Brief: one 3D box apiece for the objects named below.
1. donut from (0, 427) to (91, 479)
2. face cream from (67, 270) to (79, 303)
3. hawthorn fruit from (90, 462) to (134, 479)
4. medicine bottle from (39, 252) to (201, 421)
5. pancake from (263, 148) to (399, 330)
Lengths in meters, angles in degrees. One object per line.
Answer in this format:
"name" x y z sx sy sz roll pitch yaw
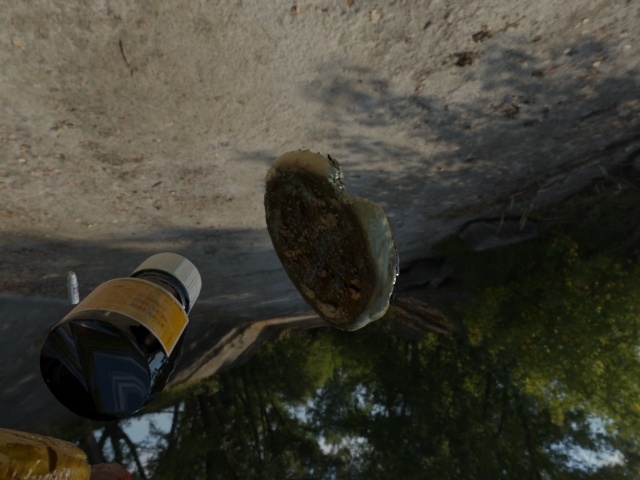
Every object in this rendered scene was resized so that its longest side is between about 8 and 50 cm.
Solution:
"donut" -0.668 0.470 0.775 0.448 0.198 0.449 5 146 4
"face cream" -0.882 0.167 1.436 0.034 0.034 0.130 -3 124 -28
"hawthorn fruit" -0.790 0.923 1.452 0.230 0.210 0.266 32 149 -5
"medicine bottle" -0.403 0.183 0.907 0.242 0.243 0.395 -11 -163 3
"pancake" 0.001 0.000 0.795 0.071 0.383 0.382 -28 178 -32
